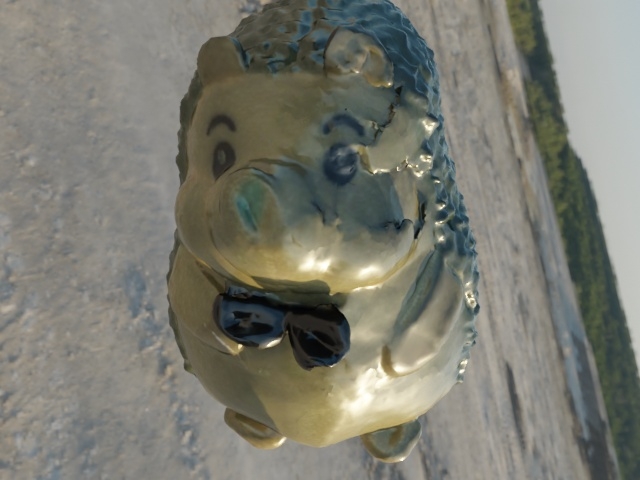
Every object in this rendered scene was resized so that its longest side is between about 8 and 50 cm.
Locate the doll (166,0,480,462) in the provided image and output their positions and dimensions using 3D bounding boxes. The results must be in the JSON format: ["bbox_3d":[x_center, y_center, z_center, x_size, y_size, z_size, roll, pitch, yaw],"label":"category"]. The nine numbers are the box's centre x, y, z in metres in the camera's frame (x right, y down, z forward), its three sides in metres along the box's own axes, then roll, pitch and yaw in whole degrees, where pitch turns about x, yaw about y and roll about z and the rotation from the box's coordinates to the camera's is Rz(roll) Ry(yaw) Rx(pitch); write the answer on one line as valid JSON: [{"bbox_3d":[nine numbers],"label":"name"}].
[{"bbox_3d":[0.000,0.000,0.605,0.247,0.248,0.349,-77,170,-57],"label":"doll"}]
